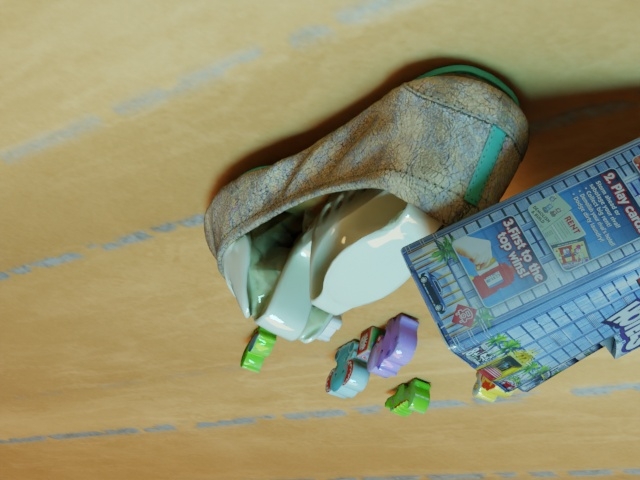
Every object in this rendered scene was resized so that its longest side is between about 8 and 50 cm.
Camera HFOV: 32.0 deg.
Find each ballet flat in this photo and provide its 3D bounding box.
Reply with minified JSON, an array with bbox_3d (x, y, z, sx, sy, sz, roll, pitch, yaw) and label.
[{"bbox_3d":[0.000,0.000,0.667,0.107,0.106,0.316,23,153,-18],"label":"ballet flat"}]

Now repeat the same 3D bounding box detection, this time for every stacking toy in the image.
[{"bbox_3d":[0.041,0.101,0.914,0.167,0.052,0.221,22,154,-15],"label":"stacking toy"}]

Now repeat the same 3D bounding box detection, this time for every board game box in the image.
[{"bbox_3d":[0.165,0.008,0.572,0.194,0.060,0.194,-31,152,13],"label":"board game box"}]
